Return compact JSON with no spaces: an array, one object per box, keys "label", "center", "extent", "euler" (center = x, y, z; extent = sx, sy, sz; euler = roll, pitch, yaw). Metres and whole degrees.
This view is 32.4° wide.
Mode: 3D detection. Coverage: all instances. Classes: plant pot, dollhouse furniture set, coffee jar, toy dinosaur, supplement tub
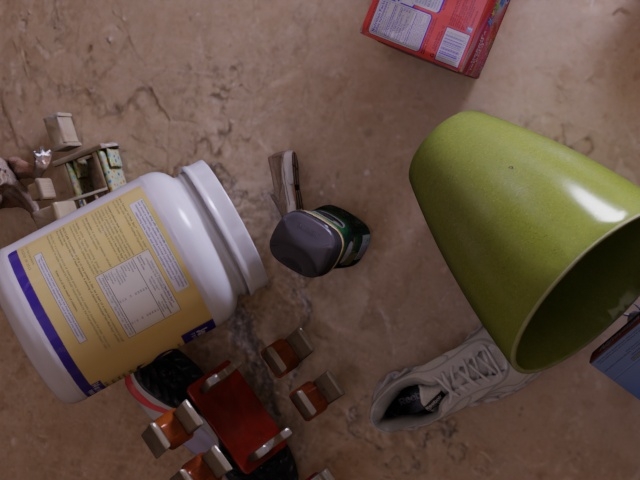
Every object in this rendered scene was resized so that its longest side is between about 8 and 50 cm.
[{"label":"plant pot","center":[0.254,-0.028,1.424],"extent":[0.275,0.275,0.293],"euler":[-51,60,15]},{"label":"dollhouse furniture set","center":[-0.369,-0.115,1.655],"extent":[0.101,0.161,0.182],"euler":[-18,89,18]},{"label":"dollhouse furniture set","center":[-0.088,0.295,1.570],"extent":[0.262,0.135,0.259],"euler":[-32,82,-27]},{"label":"coffee jar","center":[0.000,0.000,1.532],"extent":[0.096,0.184,0.079],"euler":[31,103,14]},{"label":"toy dinosaur","center":[-0.544,-0.104,1.732],"extent":[0.296,0.127,0.200],"euler":[37,138,-11]},{"label":"supplement tub","center":[-0.265,0.052,1.548],"extent":[0.331,0.241,0.241],"euler":[-28,85,-8]}]

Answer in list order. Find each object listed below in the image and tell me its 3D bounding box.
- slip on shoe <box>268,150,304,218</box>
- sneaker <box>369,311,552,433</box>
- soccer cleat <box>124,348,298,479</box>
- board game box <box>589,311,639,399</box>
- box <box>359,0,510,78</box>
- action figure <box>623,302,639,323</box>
[{"label":"slip on shoe","center":[-0.052,-0.063,1.613],"extent":[0.041,0.051,0.135],"euler":[-6,89,13]},{"label":"sneaker","center":[0.195,0.191,1.521],"extent":[0.292,0.118,0.110],"euler":[-32,82,16]},{"label":"soccer cleat","center":[-0.166,0.283,1.663],"extent":[0.318,0.108,0.116],"euler":[42,149,-3]},{"label":"board game box","center":[0.470,0.113,1.337],"extent":[0.145,0.027,0.281],"euler":[37,134,0]},{"label":"box","center":[0.187,-0.382,1.465],"extent":[0.154,0.142,0.300],"euler":[23,101,15]},{"label":"action figure","center":[0.526,0.129,1.420],"extent":[0.285,0.099,0.185],"euler":[12,105,31]}]
